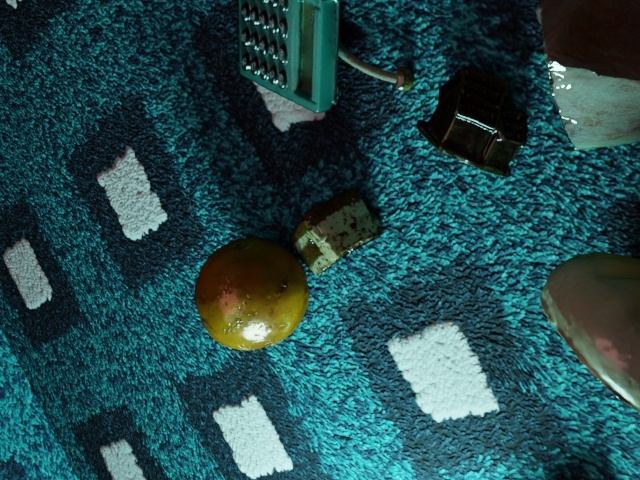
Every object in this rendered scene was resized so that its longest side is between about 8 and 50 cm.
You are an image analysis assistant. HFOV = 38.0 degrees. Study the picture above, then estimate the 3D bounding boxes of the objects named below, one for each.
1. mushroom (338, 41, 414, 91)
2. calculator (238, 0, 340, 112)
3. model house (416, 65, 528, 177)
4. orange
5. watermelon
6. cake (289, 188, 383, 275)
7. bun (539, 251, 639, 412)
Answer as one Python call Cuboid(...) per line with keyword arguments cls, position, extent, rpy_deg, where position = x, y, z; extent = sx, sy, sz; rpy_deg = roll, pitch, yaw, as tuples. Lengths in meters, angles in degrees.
Cuboid(cls="mushroom", position=(0.049, -0.356, 1.663), extent=(0.306, 0.043, 0.068), rpy_deg=(42, 113, 22))
Cuboid(cls="calculator", position=(-0.068, -0.386, 1.714), extent=(0.274, 0.058, 0.248), rpy_deg=(32, 131, 39))
Cuboid(cls="model house", position=(0.259, -0.199, 1.508), extent=(0.165, 0.106, 0.152), rpy_deg=(20, 117, -7))
Cuboid(cls="orange", position=(-0.143, 0.109, 1.927), extent=(0.240, 0.240, 0.240), rpy_deg=(21, 123, 36))
Cuboid(cls="watermelon", position=(0.418, -0.260, 1.222), extent=(0.250, 0.292, 0.283), rpy_deg=(-18, 97, 17))
Cuboid(cls="cake", position=(-0.009, 0.006, 1.822), extent=(0.246, 0.135, 0.112), rpy_deg=(-35, 86, 47))
Cuboid(cls="bun", position=(0.470, 0.117, 1.335), extent=(0.299, 0.299, 0.165), rpy_deg=(47, 109, 16))
